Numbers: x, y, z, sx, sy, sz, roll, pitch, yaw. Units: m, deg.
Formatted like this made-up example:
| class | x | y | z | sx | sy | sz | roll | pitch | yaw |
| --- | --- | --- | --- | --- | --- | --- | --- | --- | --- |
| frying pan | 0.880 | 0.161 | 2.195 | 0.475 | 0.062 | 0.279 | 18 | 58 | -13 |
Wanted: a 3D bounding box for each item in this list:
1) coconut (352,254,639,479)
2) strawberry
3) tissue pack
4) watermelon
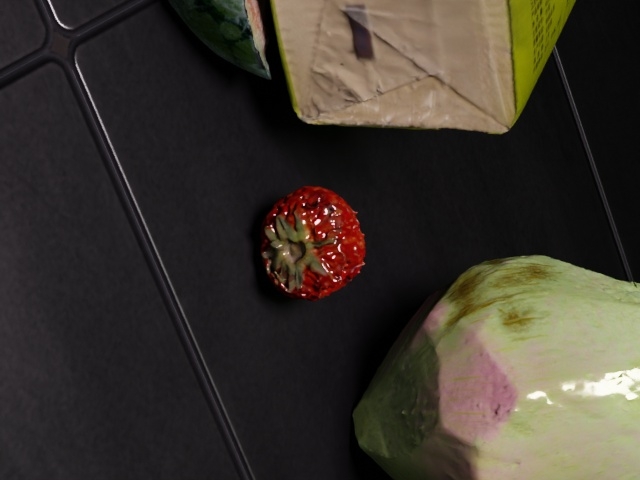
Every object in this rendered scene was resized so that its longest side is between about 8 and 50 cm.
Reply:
| class | x | y | z | sx | sy | sz | roll | pitch | yaw |
| --- | --- | --- | --- | --- | --- | --- | --- | --- | --- |
| coconut | 0.137 | 0.108 | 1.079 | 0.236 | 0.236 | 0.204 | -54 | 147 | -39 |
| strawberry | 0.000 | 0.000 | 1.034 | 0.083 | 0.073 | 0.073 | -16 | 97 | -63 |
| tissue pack | 0.081 | -0.226 | 1.029 | 0.274 | 0.167 | 0.200 | -59 | 146 | -45 |
| watermelon | -0.063 | -0.199 | 0.989 | 0.139 | 0.071 | 0.187 | -64 | 151 | -54 |
